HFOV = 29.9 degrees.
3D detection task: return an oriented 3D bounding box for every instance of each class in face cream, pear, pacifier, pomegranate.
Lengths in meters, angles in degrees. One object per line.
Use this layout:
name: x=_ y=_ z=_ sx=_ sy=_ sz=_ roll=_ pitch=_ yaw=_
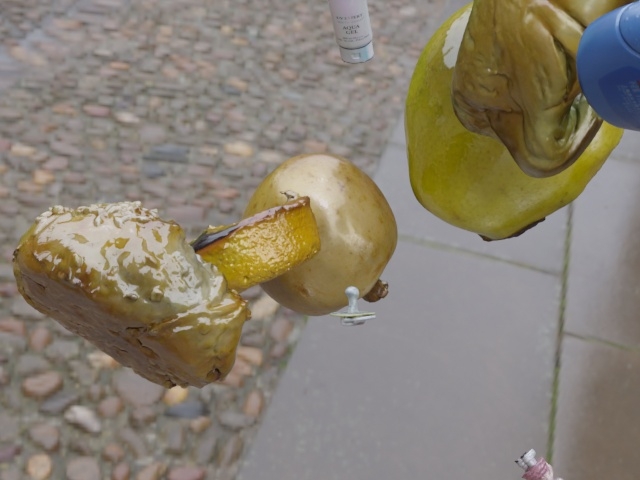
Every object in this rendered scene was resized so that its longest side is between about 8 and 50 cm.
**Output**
face cream: x=0.019 y=-0.173 z=0.866 sx=0.038 sy=0.115 sz=0.020 roll=-4 pitch=54 yaw=7
pear: x=0.254 y=-0.207 z=1.741 sx=0.340 sy=0.386 sz=0.191 roll=25 pitch=-2 yaw=37
pacifier: x=0.056 y=0.107 z=1.948 sx=0.068 sy=0.064 sz=0.083 roll=-3 pitch=-1 yaw=38
pomegranate: x=-0.007 y=-0.016 z=2.138 sx=0.308 sy=0.307 sz=0.307 roll=8 pitch=30 yaw=-4
face cream: x=0.320 y=-0.131 z=0.885 sx=0.149 sy=0.083 sz=0.264 roll=36 pitch=-19 yaw=-36

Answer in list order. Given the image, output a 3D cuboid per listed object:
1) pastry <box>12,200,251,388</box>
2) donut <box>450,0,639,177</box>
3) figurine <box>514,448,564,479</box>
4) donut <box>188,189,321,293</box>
pastry: x=-0.226 y=0.055 z=1.494 sx=0.311 sy=0.255 sz=0.161 roll=40 pitch=59 yaw=-24
donut: x=0.273 y=-0.250 z=1.327 sx=0.170 sy=0.360 sz=0.360 roll=27 pitch=33 yaw=14
figurine: x=0.386 y=0.424 z=2.065 sx=0.129 sy=0.072 sz=0.054 roll=46 pitch=49 yaw=9
donut: x=-0.116 y=0.014 z=1.773 sx=0.254 sy=0.118 sz=0.253 roll=-23 pitch=3 yaw=1
